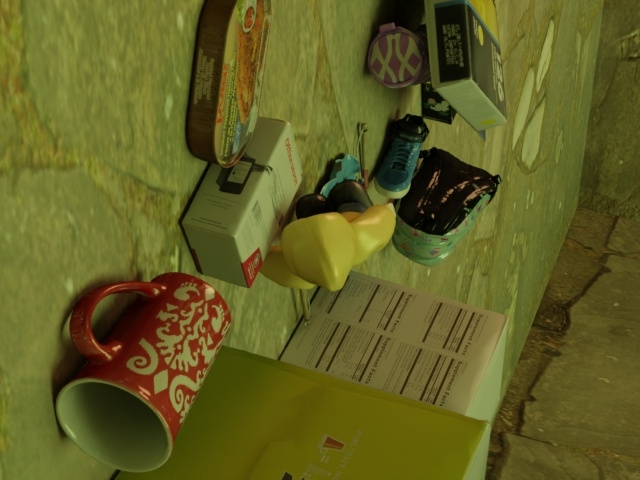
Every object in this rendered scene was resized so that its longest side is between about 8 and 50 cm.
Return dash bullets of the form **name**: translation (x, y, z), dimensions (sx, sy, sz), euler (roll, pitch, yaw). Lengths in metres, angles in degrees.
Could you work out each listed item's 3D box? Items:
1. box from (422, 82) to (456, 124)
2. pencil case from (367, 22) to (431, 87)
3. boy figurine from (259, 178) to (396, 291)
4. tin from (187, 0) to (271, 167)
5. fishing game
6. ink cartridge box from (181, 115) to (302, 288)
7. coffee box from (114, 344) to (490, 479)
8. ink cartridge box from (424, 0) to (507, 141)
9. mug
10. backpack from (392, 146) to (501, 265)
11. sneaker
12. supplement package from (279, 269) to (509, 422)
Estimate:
- **box**: translation (0.196, -0.240, 2.103), dimensions (0.083, 0.052, 0.062), euler (84, 26, -52)
- **pencil case**: translation (0.128, -0.260, 1.828), dimensions (0.088, 0.086, 0.206), euler (70, 20, -1)
- **boy figurine**: translation (0.000, 0.000, 1.507), dimensions (0.285, 0.177, 0.092), euler (-51, 121, -78)
- **tin**: translation (-0.090, -0.166, 1.291), dimensions (0.106, 0.040, 0.189), euler (-43, 144, -67)
- **fishing game**: translation (0.027, -0.028, 1.776), dimensions (0.189, 0.041, 0.264), euler (85, 25, -50)
- **ink cartridge box**: translation (-0.080, -0.044, 1.381), dimensions (0.109, 0.063, 0.150), euler (78, 31, -58)
- **coffee box**: translation (-0.034, 0.370, 1.416), dimensions (0.337, 0.338, 0.334), euler (-56, 155, -47)
- **ink cartridge box**: translation (0.212, -0.322, 1.859), dimensions (0.307, 0.072, 0.303), euler (23, 60, -67)
- **mug**: translation (-0.154, 0.101, 1.201), dimensions (0.169, 0.113, 0.150), euler (-60, 160, -48)
- **backpack**: translation (0.190, -0.049, 2.110), dimensions (0.182, 0.152, 0.115), euler (-54, 158, -37)
- **sneaker**: translation (0.121, -0.132, 1.940), dimensions (0.152, 0.058, 0.084), euler (-60, 164, -50)
- **supplement package**: translation (0.103, 0.198, 1.827), dimensions (0.199, 0.263, 0.198), euler (87, 25, -47)
